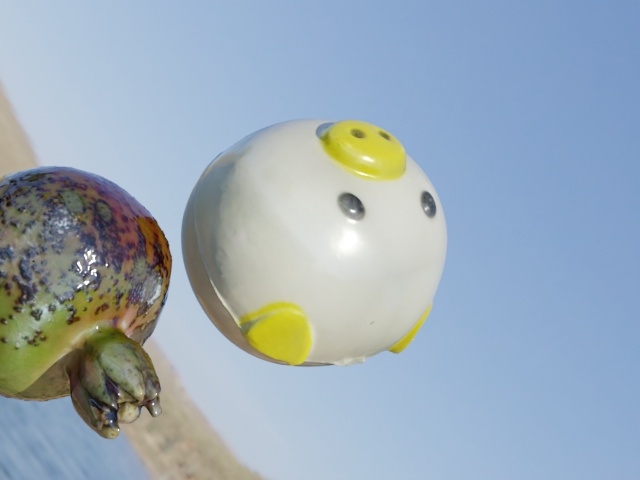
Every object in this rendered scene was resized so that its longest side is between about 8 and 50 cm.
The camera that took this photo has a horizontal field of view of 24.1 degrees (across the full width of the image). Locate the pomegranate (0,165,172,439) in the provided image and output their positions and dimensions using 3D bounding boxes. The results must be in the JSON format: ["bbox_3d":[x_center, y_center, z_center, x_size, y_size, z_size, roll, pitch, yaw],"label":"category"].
[{"bbox_3d":[-0.275,0.079,1.668,0.340,0.285,0.285,48,-11,32],"label":"pomegranate"}]

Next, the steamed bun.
[{"bbox_3d":[-0.004,0.003,1.954,0.334,0.374,0.334,5,-82,46],"label":"steamed bun"}]
